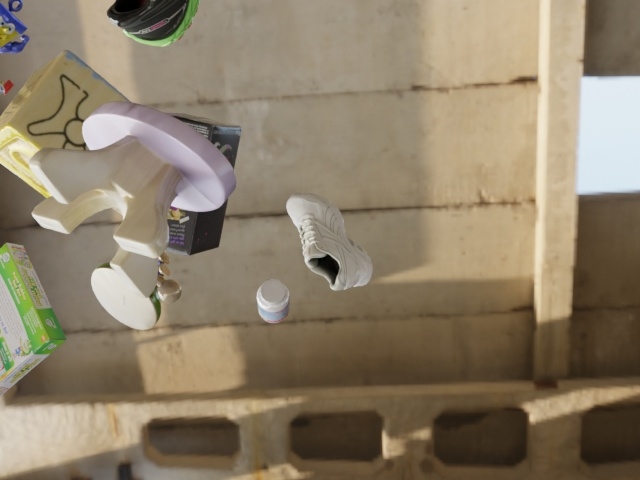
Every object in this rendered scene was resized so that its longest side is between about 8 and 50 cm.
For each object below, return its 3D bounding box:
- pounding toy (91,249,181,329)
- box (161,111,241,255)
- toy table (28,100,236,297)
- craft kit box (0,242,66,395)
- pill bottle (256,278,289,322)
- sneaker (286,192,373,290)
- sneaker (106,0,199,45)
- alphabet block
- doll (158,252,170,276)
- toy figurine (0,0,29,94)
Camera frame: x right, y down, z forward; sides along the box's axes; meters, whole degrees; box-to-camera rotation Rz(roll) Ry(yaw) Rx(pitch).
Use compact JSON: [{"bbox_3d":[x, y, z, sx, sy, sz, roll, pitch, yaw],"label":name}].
[{"bbox_3d":[-0.402,0.090,2.131,0.237,0.183,0.110,-37,-169,49],"label":"pounding toy"},{"bbox_3d":[-0.276,-0.120,1.952,0.143,0.270,0.165,14,-170,14],"label":"box"},{"bbox_3d":[-0.254,-0.063,1.240,0.274,0.252,0.161,3,-132,50],"label":"toy table"},{"bbox_3d":[-0.679,0.176,1.998,0.247,0.250,0.061,-39,157,21],"label":"craft kit box"},{"bbox_3d":[-0.125,0.157,2.497,0.087,0.087,0.160,-5,160,-3],"label":"pill bottle"},{"bbox_3d":[0.000,0.000,1.845,0.115,0.090,0.232,-21,-115,-48],"label":"sneaker"},{"bbox_3d":[-0.330,-0.654,2.016,0.202,0.482,0.185,1,-158,-46],"label":"sneaker"},{"bbox_3d":[-0.500,-0.215,1.820,0.193,0.192,0.197,-14,-138,54],"label":"alphabet block"},{"bbox_3d":[-0.465,0.086,2.375,0.189,0.046,0.129,-22,-127,20],"label":"doll"},{"bbox_3d":[-0.877,-0.572,2.436,0.217,0.362,0.191,-44,-131,-1],"label":"toy figurine"}]
